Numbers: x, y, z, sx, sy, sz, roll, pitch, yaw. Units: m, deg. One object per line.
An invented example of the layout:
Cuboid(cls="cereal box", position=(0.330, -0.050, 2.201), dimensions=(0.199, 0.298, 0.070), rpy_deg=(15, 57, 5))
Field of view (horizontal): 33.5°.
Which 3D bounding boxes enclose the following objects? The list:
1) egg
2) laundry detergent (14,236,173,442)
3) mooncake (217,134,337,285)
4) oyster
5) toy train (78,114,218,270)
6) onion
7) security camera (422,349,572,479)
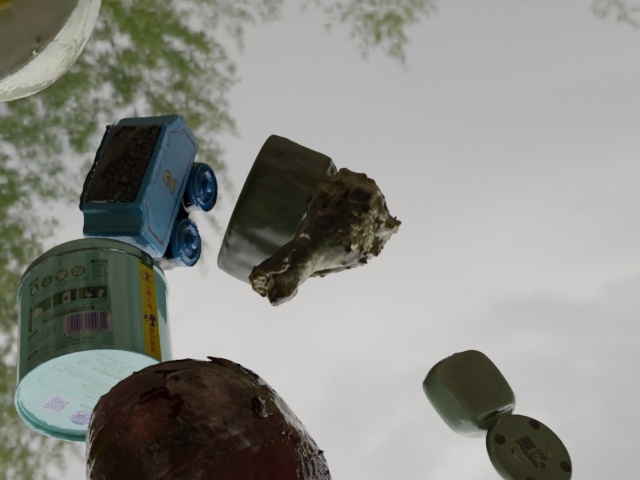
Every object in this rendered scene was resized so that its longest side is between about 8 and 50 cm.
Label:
Cuboid(cls="egg", position=(-0.384, -0.292, 1.249), dimensions=(0.336, 0.337, 0.201), rpy_deg=(1, 171, 14))
Cuboid(cls="laundry detergent", position=(-0.416, 0.168, 1.963), dimensions=(0.287, 0.287, 0.305), rpy_deg=(-7, -132, -6))
Cuboid(cls="mooncake", position=(-0.098, -0.058, 2.481), dimensions=(0.194, 0.356, 0.356), rpy_deg=(22, -157, 0))
Cuboid(cls="oyster", position=(-0.005, -0.006, 2.123), dimensions=(0.337, 0.133, 0.198), rpy_deg=(-39, -114, -8))
Cuboid(cls="toy train", position=(-0.347, -0.097, 2.174), dimensions=(0.187, 0.265, 0.300), rpy_deg=(-2, -123, 24))
Cuboid(cls="onion", position=(-0.131, 0.321, 1.296), dimensions=(0.281, 0.337, 0.260), rpy_deg=(-35, -137, 4))
Cuboid(cls="security camera", position=(0.299, 0.318, 1.804), dimensions=(0.157, 0.080, 0.301), rpy_deg=(-13, -127, -39))
